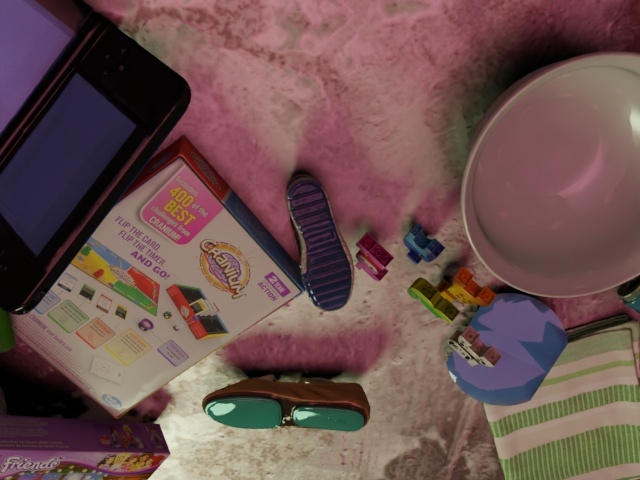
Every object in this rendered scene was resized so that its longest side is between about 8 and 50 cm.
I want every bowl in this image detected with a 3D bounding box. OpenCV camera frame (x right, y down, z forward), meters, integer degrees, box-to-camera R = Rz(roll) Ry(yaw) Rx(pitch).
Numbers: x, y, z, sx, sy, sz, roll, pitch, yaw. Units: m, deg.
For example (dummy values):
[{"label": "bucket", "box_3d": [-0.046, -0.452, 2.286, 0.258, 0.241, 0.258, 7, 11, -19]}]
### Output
[{"label": "bowl", "box_3d": [0.294, -0.091, 0.899, 0.298, 0.134, 0.297, -3, 119, -5]}]

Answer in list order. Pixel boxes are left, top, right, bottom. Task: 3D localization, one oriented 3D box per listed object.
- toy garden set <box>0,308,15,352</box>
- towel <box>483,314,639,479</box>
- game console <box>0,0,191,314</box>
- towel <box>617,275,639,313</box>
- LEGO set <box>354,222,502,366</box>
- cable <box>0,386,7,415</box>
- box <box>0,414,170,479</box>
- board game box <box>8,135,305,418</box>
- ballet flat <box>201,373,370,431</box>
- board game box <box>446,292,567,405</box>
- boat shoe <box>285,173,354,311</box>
[{"label": "toy garden set", "box_3d": [-0.497, 0.039, 0.876, 0.244, 0.049, 0.203, 1, 114, 11]}, {"label": "towel", "box_3d": [0.386, 0.276, 1.167, 0.248, 0.038, 0.324, -18, 119, 3]}, {"label": "game console", "box_3d": [-0.320, -0.120, 0.744, 0.293, 0.250, 0.173, -52, 147, 3]}, {"label": "towel", "box_3d": [0.635, 0.053, 1.079, 0.370, 0.040, 0.271, 26, 113, -22]}, {"label": "LEGO set", "box_3d": [0.146, 0.063, 0.991, 0.227, 0.093, 0.087, 43, 70, 2]}, {"label": "cable", "box_3d": [-0.525, 0.230, 0.952, 0.257, 0.089, 0.257, -14, 141, -1]}, {"label": "box", "box_3d": [-0.376, 0.319, 1.006, 0.293, 0.057, 0.201, 18, 120, -46]}, {"label": "board game box", "box_3d": [-0.217, 0.057, 0.952, 0.317, 0.064, 0.242, -34, 117, 11]}, {"label": "ballet flat", "box_3d": [-0.047, 0.225, 1.064, 0.232, 0.073, 0.080, 7, 126, -4]}, {"label": "board game box", "box_3d": [0.260, 0.150, 1.067, 0.133, 0.033, 0.168, 27, 105, -4]}, {"label": "boat shoe", "box_3d": [0.000, 0.000, 0.948, 0.066, 0.066, 0.183, -12, 114, -3]}]
